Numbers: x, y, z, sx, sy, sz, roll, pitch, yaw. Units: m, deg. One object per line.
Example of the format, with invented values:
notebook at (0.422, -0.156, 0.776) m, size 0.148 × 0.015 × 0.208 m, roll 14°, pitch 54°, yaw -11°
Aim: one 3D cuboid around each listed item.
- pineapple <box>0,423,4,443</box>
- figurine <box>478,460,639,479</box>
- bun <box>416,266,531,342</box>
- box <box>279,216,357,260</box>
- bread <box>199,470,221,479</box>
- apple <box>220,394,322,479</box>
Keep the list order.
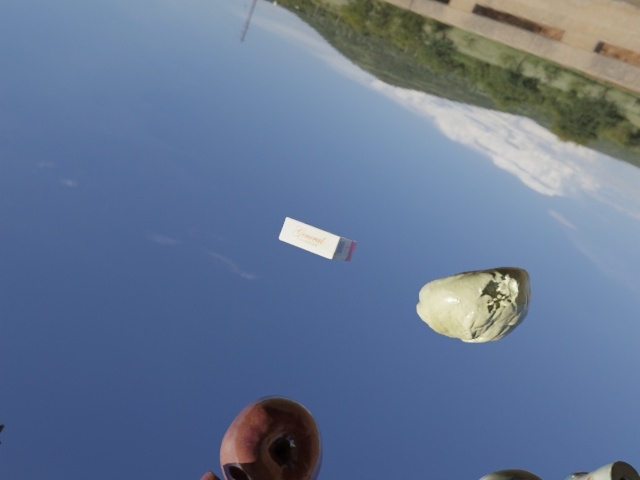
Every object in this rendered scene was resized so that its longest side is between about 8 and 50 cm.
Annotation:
pineapple at (-0.621, 0.347, 0.758) m, size 0.340 × 0.169 × 0.169 m, roll -11°, pitch -142°, yaw -28°
figurine at (0.367, 0.425, 0.806) m, size 0.224 × 0.382 × 0.205 m, roll 33°, pitch -136°, yaw -7°
bun at (0.290, 0.125, 1.036) m, size 0.220 × 0.220 × 0.134 m, roll -1°, pitch -103°, yaw -47°
box at (0.000, 0.000, 0.972) m, size 0.100 × 0.048 × 0.152 m, roll 23°, pitch -176°, yaw 15°
bread at (-0.271, 0.623, 1.309) m, size 0.119 × 0.067 × 0.192 m, roll -6°, pitch -163°, yaw 21°
apple at (-0.138, 0.582, 1.517) m, size 0.305 × 0.235 × 0.306 m, roll 12°, pitch -120°, yaw -22°
